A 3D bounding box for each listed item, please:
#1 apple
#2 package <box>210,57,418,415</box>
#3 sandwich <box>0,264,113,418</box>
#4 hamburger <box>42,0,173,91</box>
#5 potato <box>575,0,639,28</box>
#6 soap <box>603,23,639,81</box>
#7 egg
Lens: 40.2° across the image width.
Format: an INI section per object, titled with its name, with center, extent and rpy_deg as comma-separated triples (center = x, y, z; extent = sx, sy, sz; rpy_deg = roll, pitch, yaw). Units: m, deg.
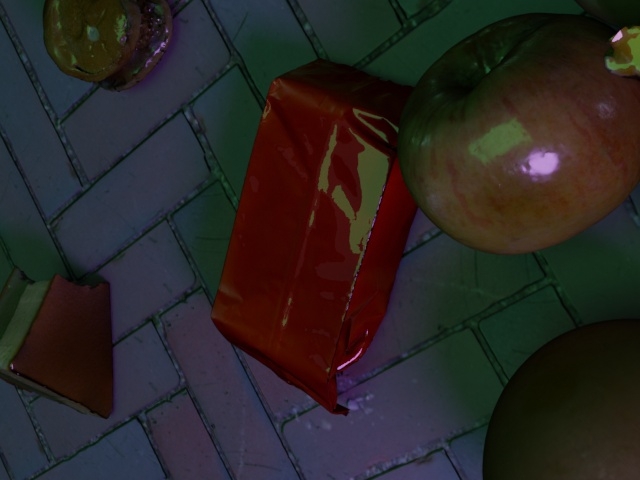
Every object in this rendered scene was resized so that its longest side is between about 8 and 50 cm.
[apple]
center = 0.198, -0.103, 0.841
extent = 0.261, 0.261, 0.194
rpy_deg = -23, 120, 31
[package]
center = 0.001, -0.001, 1.054
extent = 0.196, 0.123, 0.423
rpy_deg = 25, 108, 27
[sandwich]
center = -0.382, 0.146, 1.314
extent = 0.108, 0.220, 0.186
rpy_deg = 4, 63, 33
[hamburger]
center = -0.283, -0.298, 1.192
extent = 0.177, 0.113, 0.185
rpy_deg = 26, 102, 31
[potato]
center = 0.302, -0.316, 0.778
extent = 0.165, 0.165, 0.262
rpy_deg = 8, 74, 29
[soap]
center = 0.361, -0.180, 0.699
extent = 0.204, 0.324, 0.096
rpy_deg = -46, 75, 29
[egg]
center = 0.307, 0.241, 0.782
extent = 0.301, 0.301, 0.374
rpy_deg = -56, 29, 24
